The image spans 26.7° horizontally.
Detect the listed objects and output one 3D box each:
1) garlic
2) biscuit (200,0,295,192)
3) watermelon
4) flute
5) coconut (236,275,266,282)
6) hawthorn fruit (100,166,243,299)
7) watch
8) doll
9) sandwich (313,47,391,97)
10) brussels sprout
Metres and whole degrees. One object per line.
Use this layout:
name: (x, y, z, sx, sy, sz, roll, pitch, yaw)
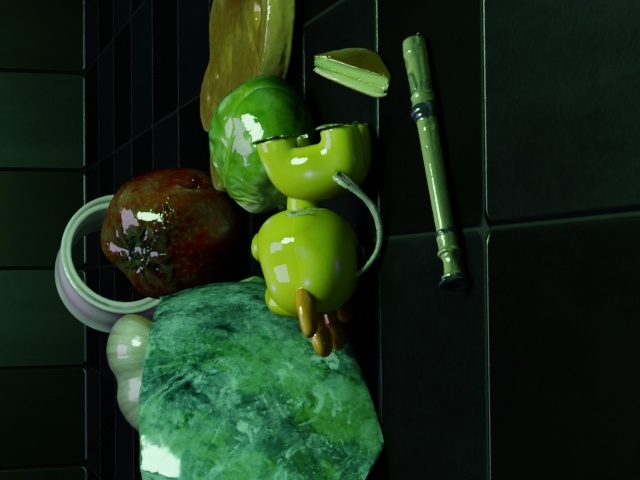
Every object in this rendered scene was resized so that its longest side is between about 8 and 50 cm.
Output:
garlic: (-0.163, 0.146, 1.805, 0.207, 0.207, 0.257, 110, -175, -48)
biscuit: (-0.087, -0.223, 1.664, 0.355, 0.052, 0.275, 111, 152, -46)
watermelon: (-0.069, 0.206, 1.379, 0.387, 0.228, 0.258, -106, 13, -56)
flute: (0.093, -0.069, 1.114, 0.027, 0.027, 0.233, 122, 144, -60)
coconut: (-0.091, 0.090, 1.633, 0.083, 0.081, 0.082, 38, -147, -51)
hawthorn fruit: (-0.183, -0.029, 1.802, 0.235, 0.181, 0.181, -53, -19, -51)
watch: (-0.290, 0.063, 2.048, 0.211, 0.217, 0.249, 128, 140, -64)
doll: (0.000, 0.000, 1.292, 0.143, 0.135, 0.221, -5, -91, -75)
sandwich: (0.038, -0.162, 1.276, 0.083, 0.044, 0.031, 25, 130, 23)
brussels sprout: (-0.065, -0.107, 1.480, 0.155, 0.117, 0.155, -21, 67, 62)
